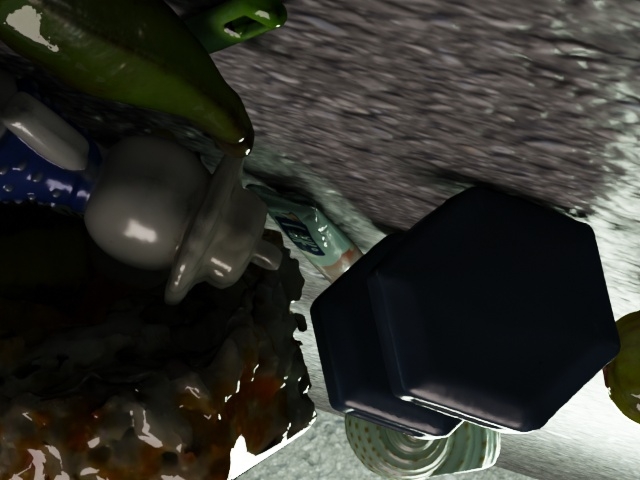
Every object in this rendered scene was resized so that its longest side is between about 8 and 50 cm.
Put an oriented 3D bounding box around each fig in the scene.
[{"bbox_3d":[0.283,0.105,1.259,0.166,0.093,0.093,17,171,-3],"label":"fig"}]

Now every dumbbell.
[{"bbox_3d":[0.087,0.058,1.180,0.143,0.156,0.316,48,169,-1],"label":"dumbbell"}]

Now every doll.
[{"bbox_3d":[-0.160,-0.044,1.152,0.293,0.119,0.138,23,153,-3],"label":"doll"}]

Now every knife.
[{"bbox_3d":[-0.070,-0.108,0.885,0.054,0.015,0.212,29,168,-20],"label":"knife"}]

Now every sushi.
[{"bbox_3d":[-0.199,0.083,1.291,0.417,0.417,0.175,12,128,30],"label":"sushi"}]

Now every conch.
[{"bbox_3d":[0.110,0.186,1.940,0.172,0.131,0.200,-8,-159,-2],"label":"conch"}]

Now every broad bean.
[{"bbox_3d":[-0.138,-0.119,0.789,0.077,0.061,0.339,27,178,42],"label":"broad bean"}]

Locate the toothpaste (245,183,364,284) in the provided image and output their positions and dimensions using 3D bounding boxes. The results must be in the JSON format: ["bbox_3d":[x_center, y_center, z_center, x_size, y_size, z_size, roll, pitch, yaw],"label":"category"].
[{"bbox_3d":[0.000,0.000,1.337,0.056,0.036,0.205,13,166,22],"label":"toothpaste"}]

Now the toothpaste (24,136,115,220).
[{"bbox_3d":[-0.257,-0.068,1.318,0.392,0.061,0.099,15,171,24],"label":"toothpaste"}]
